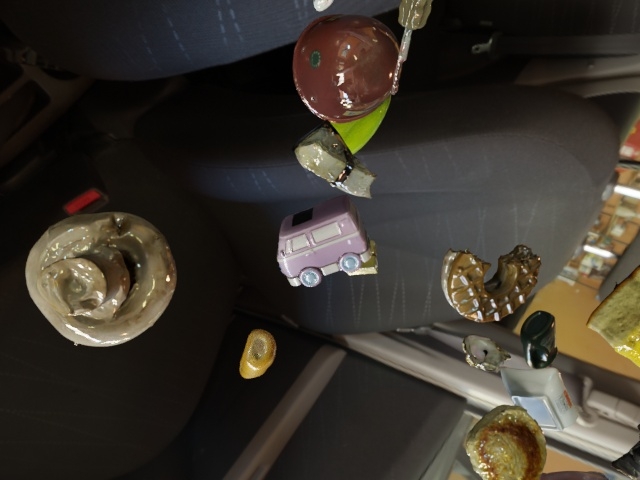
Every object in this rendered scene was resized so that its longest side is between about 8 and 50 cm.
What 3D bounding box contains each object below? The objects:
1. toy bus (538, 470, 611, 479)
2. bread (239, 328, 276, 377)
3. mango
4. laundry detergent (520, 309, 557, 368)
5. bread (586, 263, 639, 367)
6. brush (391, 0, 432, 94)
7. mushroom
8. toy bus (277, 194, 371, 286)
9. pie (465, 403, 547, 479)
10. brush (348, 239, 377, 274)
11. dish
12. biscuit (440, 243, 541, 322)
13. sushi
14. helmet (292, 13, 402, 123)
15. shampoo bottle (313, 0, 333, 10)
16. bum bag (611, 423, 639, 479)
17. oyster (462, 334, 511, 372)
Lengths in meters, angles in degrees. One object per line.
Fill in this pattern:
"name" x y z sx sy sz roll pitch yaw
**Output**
"toy bus" 0.673 0.742 1.245 0.232 0.294 0.197 34 44 -27
"bread" -0.151 0.279 1.077 0.239 0.074 0.093 116 -12 -65
"mango" 0.136 -0.445 1.694 0.343 0.156 0.192 -42 166 11
"laundry detergent" 0.674 0.330 1.375 0.144 0.078 0.222 -39 125 -25
"bread" 0.848 0.170 1.036 0.324 0.333 0.143 -52 -161 16
"brush" 0.213 -0.508 1.103 0.084 0.071 0.301 -44 154 -44
"mushroom" -0.435 0.073 0.903 0.292 0.292 0.290 -57 -164 -14
"toy bus" 0.000 0.000 1.001 0.142 0.202 0.142 -89 156 -62
"pie" 0.465 0.514 1.102 0.205 0.179 0.084 -28 174 -22
"brush" 0.073 0.066 1.501 0.047 0.233 0.103 51 36 -57
"dish" 0.585 0.435 1.203 0.212 0.151 0.077 56 46 -24
"biscuit" 0.580 0.147 1.542 0.366 0.115 0.268 2 108 -18
"sushi" 0.055 -0.194 1.248 0.134 0.273 0.109 -42 -163 13
"helmet" 0.126 -0.545 1.382 0.384 0.230 0.338 -14 105 -21
"shampoo bottle" 0.011 -0.752 1.397 0.072 0.099 0.043 -35 119 20
"bum bag" 0.845 0.531 1.112 0.095 0.144 0.340 -59 151 -41
"oyster" 0.517 0.363 1.402 0.163 0.191 0.081 -96 -160 -62
